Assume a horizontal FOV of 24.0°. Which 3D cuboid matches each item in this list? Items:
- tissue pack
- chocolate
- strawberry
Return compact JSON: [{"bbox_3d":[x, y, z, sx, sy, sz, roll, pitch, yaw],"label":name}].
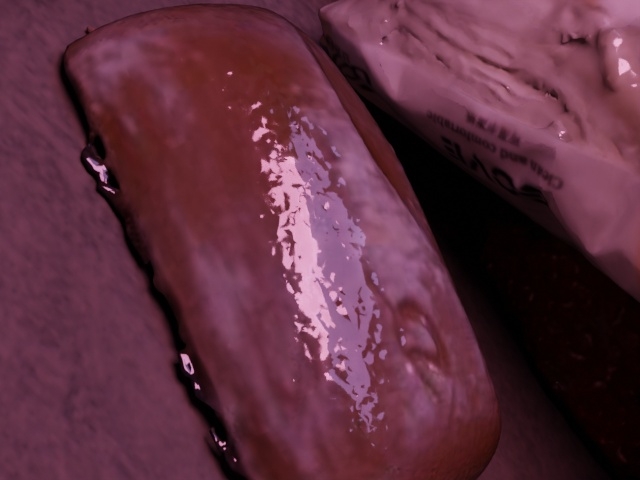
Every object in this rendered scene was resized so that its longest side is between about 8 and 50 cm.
[{"bbox_3d":[0.244,-0.059,0.765,0.390,0.195,0.375,-3,27,-39],"label":"tissue pack"},{"bbox_3d":[0.001,0.001,0.654,0.161,0.083,0.261,-15,76,-57],"label":"chocolate"},{"bbox_3d":[0.179,0.051,0.846,0.140,0.085,0.192,-9,70,-52],"label":"strawberry"}]
